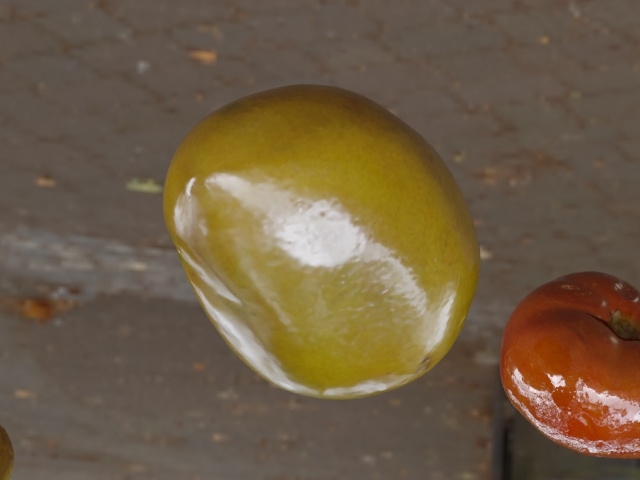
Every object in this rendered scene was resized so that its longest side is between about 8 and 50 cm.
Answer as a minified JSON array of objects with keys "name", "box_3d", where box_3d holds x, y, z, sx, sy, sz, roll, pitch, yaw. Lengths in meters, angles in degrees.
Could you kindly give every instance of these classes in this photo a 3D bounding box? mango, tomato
[{"name":"mango","box_3d":[0.000,0.000,1.761,0.300,0.232,0.446,-35,140,8]},{"name":"tomato","box_3d":[0.341,0.160,2.058,0.259,0.260,0.180,8,124,-18]}]

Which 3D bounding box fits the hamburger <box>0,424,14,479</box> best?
[{"name":"hamburger","box_3d":[-0.433,0.308,1.970,0.156,0.144,0.283,11,-153,3]}]
